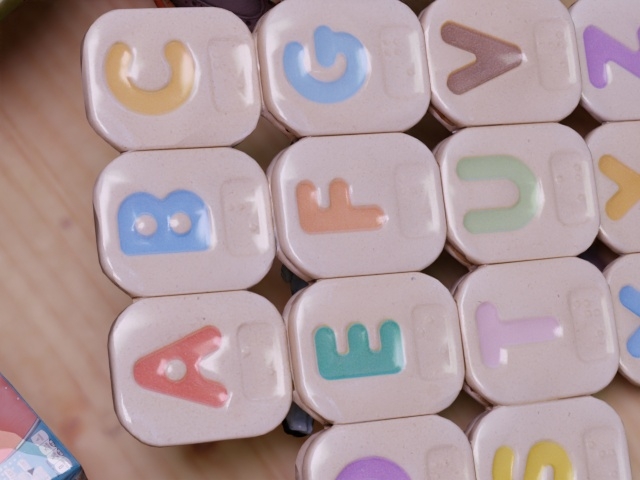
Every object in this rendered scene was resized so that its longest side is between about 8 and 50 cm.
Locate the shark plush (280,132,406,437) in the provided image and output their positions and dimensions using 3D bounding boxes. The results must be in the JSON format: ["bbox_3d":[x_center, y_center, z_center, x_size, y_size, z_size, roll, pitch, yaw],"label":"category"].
[{"bbox_3d":[0.000,0.000,0.715,0.073,0.067,0.161,24,71,9],"label":"shark plush"}]

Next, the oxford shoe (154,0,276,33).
[{"bbox_3d":[-0.082,-0.187,0.771,0.097,0.098,0.271,-39,73,-13],"label":"oxford shoe"}]

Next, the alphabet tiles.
[{"bbox_3d":[0.047,-0.016,0.688,0.278,0.021,0.284,-4,83,-19],"label":"alphabet tiles"}]

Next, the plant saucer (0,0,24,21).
[{"bbox_3d":[-0.165,-0.180,0.749,0.241,0.037,0.241,-12,69,35],"label":"plant saucer"}]

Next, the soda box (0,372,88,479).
[{"bbox_3d":[-0.172,0.053,0.698,0.058,0.063,0.183,-41,74,-15],"label":"soda box"}]
